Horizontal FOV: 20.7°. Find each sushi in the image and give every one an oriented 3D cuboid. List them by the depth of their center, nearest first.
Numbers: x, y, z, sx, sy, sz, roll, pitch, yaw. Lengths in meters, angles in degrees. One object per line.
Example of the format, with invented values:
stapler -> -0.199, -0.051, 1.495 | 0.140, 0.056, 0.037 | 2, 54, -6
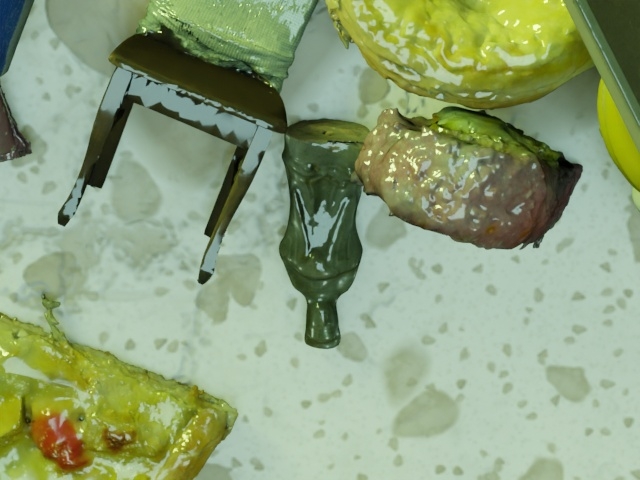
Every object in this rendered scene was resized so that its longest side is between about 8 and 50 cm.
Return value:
sushi -> 0.150, -0.049, 1.527 | 0.241, 0.161, 0.108 | 15, 103, -25

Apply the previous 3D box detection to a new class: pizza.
pizza -> -0.266, 0.173, 1.634 | 0.280, 0.075, 0.287 | -44, 104, 8

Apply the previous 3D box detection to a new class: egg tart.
egg tart -> 0.143, -0.270, 1.513 | 0.314, 0.120, 0.315 | -2, 106, -5

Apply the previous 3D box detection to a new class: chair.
chair -> -0.095, -0.150, 1.501 | 0.160, 0.186, 0.319 | 23, 105, -4

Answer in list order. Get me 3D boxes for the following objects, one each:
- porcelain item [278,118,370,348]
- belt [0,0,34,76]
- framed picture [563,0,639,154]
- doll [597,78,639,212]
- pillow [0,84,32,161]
porcelain item -> 0.000, 0.000, 1.613 | 0.081, 0.069, 0.216 | 1, 111, -9
belt -> -0.400, -0.250, 1.436 | 0.346, 0.212, 0.117 | 22, 102, -6
framed picture -> 0.342, -0.231, 1.484 | 0.315, 0.024, 0.232 | -32, 100, -23
doll -> 0.348, -0.128, 1.562 | 0.237, 0.111, 0.252 | -39, 116, -15
pillow -> -0.357, -0.097, 1.570 | 0.185, 0.043, 0.118 | -19, 112, 5
